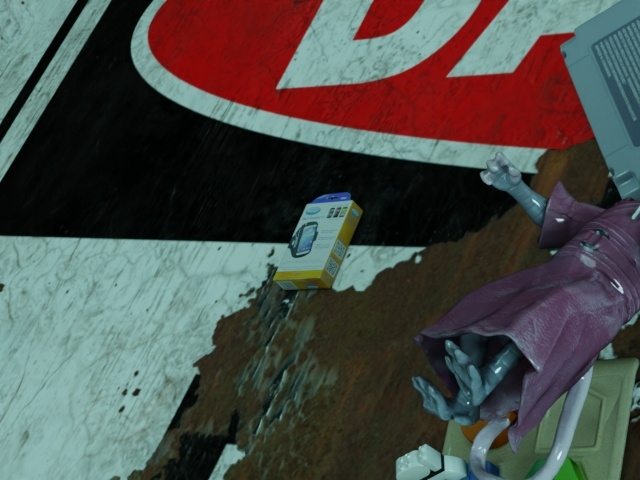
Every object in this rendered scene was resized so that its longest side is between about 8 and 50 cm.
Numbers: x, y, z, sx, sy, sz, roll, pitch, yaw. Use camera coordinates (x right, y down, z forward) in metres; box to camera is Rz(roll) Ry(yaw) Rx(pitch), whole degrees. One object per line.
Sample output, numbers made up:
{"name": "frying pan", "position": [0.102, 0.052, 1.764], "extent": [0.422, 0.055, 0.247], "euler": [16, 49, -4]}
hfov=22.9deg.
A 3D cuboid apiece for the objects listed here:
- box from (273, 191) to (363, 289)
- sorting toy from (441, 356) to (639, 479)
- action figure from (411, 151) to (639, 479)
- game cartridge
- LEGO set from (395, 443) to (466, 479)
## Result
{"name": "box", "position": [0.000, 0.000, 1.995], "extent": [0.081, 0.028, 0.136], "euler": [-3, 50, 42]}
{"name": "sorting toy", "position": [0.242, 0.209, 1.552], "extent": [0.307, 0.041, 0.229], "euler": [-10, 49, 38]}
{"name": "action figure", "position": [0.271, 0.047, 1.490], "extent": [0.370, 0.275, 0.248], "euler": [-37, 25, -18]}
{"name": "game cartridge", "position": [0.391, -0.180, 1.779], "extent": [0.196, 0.060, 0.294], "euler": [-33, 38, 20]}
{"name": "LEGO set", "position": [0.034, 0.283, 1.603], "extent": [0.227, 0.093, 0.087], "euler": [-33, 38, 31]}
